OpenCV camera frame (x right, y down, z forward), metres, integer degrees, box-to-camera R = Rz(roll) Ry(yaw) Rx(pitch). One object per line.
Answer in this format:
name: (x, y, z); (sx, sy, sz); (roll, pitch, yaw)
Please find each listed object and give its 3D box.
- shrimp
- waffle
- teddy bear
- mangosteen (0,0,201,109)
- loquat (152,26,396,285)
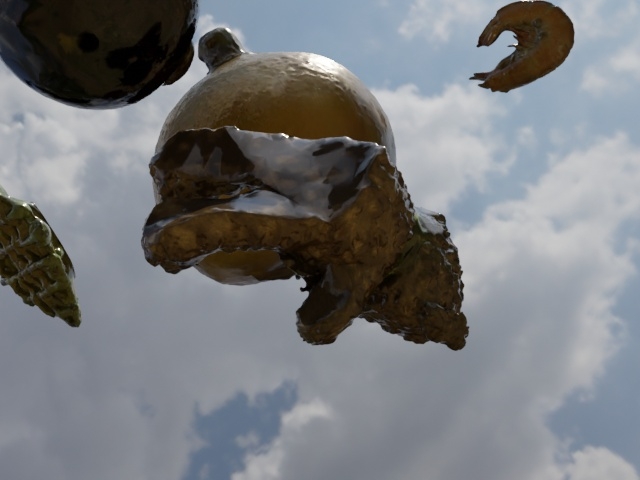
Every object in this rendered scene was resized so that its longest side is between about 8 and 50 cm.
shrimp: (0.324, -0.318, 1.597); (0.187, 0.132, 0.051); (-32, -9, 14)
waffle: (-0.370, 0.001, 1.165); (0.054, 0.204, 0.223); (-48, -28, -32)
teddy bear: (-0.010, 0.003, 0.965); (0.296, 0.246, 0.222); (-8, -51, 3)
mangosteen: (-0.215, -0.240, 0.987); (0.228, 0.228, 0.265); (-55, -27, 9)
loquat: (-0.069, -0.115, 1.270); (0.328, 0.359, 0.328); (-23, -8, -4)
